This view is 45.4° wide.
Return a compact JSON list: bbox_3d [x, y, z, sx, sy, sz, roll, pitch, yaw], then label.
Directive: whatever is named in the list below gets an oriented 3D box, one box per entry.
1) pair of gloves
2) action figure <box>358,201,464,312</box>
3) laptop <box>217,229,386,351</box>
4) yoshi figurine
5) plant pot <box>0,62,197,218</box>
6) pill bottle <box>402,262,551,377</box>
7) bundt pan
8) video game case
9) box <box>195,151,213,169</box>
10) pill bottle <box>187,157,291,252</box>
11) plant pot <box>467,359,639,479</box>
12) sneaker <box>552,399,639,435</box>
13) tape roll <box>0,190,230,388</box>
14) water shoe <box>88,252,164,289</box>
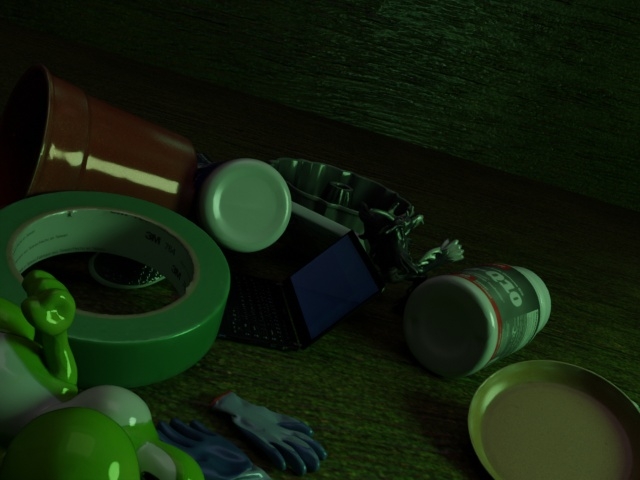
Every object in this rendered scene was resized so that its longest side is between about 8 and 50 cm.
[{"bbox_3d":[-0.089,0.229,0.853,0.159,0.023,0.198,25,18,23],"label":"pair of gloves"},{"bbox_3d":[0.144,0.012,1.297,0.164,0.141,0.276,49,-13,27],"label":"action figure"},{"bbox_3d":[-0.066,0.056,1.192,0.264,0.137,0.234,13,18,-16],"label":"laptop"},{"bbox_3d":[-0.273,0.149,0.673,0.362,0.204,0.203,26,35,15],"label":"yoshi figurine"},{"bbox_3d":[-0.358,-0.108,1.225,0.265,0.272,0.272,15,17,-37],"label":"plant pot"},{"bbox_3d":[0.274,0.123,1.289,0.161,0.161,0.283,29,21,30],"label":"pill bottle"},{"bbox_3d":[0.025,-0.063,1.646,0.330,0.124,0.331,17,19,-6],"label":"bundt pan"},{"bbox_3d":[0.000,0.000,1.429,0.201,0.023,0.183,26,-20,23],"label":"video game case"},{"bbox_3d":[-0.305,-0.114,1.497,0.207,0.108,0.153,6,21,-33],"label":"box"},{"bbox_3d":[-0.160,-0.062,1.330,0.153,0.153,0.264,11,-1,-21],"label":"pill bottle"},{"bbox_3d":[0.310,0.258,1.003,0.236,0.032,0.236,0,43,0],"label":"plant pot"},{"bbox_3d":[0.385,0.256,1.125,0.228,0.087,0.092,5,30,-35],"label":"sneaker"},{"bbox_3d":[-0.280,0.051,0.990,0.321,0.077,0.321,13,31,-8],"label":"tape roll"},{"bbox_3d":[-0.268,0.037,1.191,0.203,0.073,0.080,-10,-6,-37],"label":"water shoe"}]
